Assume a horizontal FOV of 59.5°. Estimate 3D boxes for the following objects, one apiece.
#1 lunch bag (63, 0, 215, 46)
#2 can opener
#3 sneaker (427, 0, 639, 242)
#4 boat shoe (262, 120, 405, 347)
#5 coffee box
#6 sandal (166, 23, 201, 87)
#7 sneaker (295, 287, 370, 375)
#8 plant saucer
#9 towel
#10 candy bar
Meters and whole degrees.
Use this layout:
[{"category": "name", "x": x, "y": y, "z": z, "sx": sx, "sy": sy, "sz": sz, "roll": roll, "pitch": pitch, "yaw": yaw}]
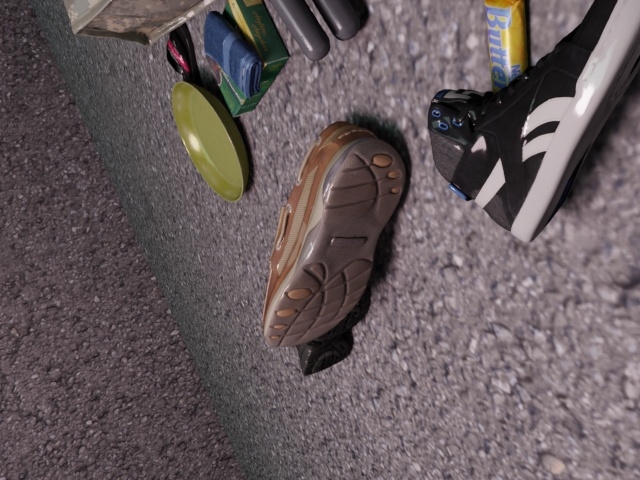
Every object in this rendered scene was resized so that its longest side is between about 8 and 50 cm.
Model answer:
[{"category": "lunch bag", "x": -0.195, "y": -0.413, "z": 0.674, "sx": 0.287, "sy": 0.169, "sz": 0.235, "roll": -20, "pitch": 92, "yaw": 30}, {"category": "can opener", "x": -0.060, "y": -0.313, "z": 0.540, "sx": 0.283, "sy": 0.076, "sz": 0.095, "roll": 55, "pitch": -174, "yaw": -10}, {"category": "sneaker", "x": 0.138, "y": -0.102, "z": 0.398, "sx": 0.121, "sy": 0.079, "sz": 0.216, "roll": 35, "pitch": 142, "yaw": 24}, {"category": "boat shoe", "x": 0.000, "y": 0.000, "z": 0.709, "sx": 0.324, "sy": 0.123, "sz": 0.116, "roll": -64, "pitch": 37, "yaw": 29}, {"category": "coffee box", "x": -0.113, "y": -0.268, "z": 0.816, "sx": 0.113, "sy": 0.041, "sz": 0.184, "roll": 65, "pitch": 155, "yaw": -1}, {"category": "sandal", "x": -0.260, "y": -0.333, "z": 1.046, "sx": 0.067, "sy": 0.040, "sz": 0.179, "roll": 29, "pitch": 138, "yaw": 52}, {"category": "sneaker", "x": -0.008, "y": 0.110, "z": 0.897, "sx": 0.130, "sy": 0.109, "sz": 0.286, "roll": 61, "pitch": 153, "yaw": 28}, {"category": "plant saucer", "x": -0.200, "y": -0.187, "z": 1.051, "sx": 0.241, "sy": 0.037, "sz": 0.240, "roll": 42, "pitch": 151, "yaw": 30}, {"category": "towel", "x": -0.120, "y": -0.253, "z": 0.758, "sx": 0.119, "sy": 0.029, "sz": 0.067, "roll": 52, "pitch": 152, "yaw": 25}, {"category": "candy bar", "x": 0.153, "y": -0.121, "z": 0.457, "sx": 0.040, "sy": 0.018, "sz": 0.161, "roll": 28, "pitch": 137, "yaw": 53}]
